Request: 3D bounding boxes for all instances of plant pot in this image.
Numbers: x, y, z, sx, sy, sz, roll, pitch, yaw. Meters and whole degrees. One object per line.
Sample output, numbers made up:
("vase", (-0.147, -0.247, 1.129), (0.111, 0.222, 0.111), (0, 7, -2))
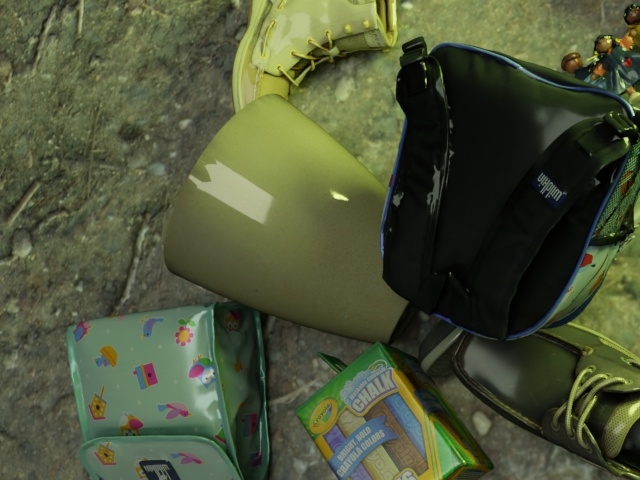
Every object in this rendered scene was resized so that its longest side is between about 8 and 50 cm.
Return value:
("plant pot", (0.000, 0.000, 1.069), (0.274, 0.256, 0.257), (31, 90, 14))

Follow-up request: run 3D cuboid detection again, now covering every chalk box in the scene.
("chalk box", (0.073, 0.207, 1.020), (0.132, 0.132, 0.213), (-40, 64, 11))

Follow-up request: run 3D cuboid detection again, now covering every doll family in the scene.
("doll family", (0.359, -0.217, 1.033), (0.193, 0.076, 0.111), (-39, 68, 15))

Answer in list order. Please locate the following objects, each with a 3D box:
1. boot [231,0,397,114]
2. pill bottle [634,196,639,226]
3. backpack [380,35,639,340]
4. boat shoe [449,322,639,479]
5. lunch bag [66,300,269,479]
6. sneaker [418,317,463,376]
("boot", (-0.004, -0.254, 1.209), (0.203, 0.095, 0.262), (4, 73, 25))
("pill bottle", (0.294, -0.101, 1.009), (0.186, 0.112, 0.112), (43, 96, 29))
("backpack", (0.188, -0.040, 0.895), (0.276, 0.213, 0.264), (30, 103, 37))
("boat shoe", (0.298, 0.167, 0.895), (0.355, 0.130, 0.132), (22, 87, 18))
("lunch bag", (-0.186, 0.217, 1.131), (0.223, 0.160, 0.263), (-8, 86, 21))
("sneaker", (0.176, 0.052, 1.052), (0.222, 0.083, 0.118), (-47, 52, 3))
